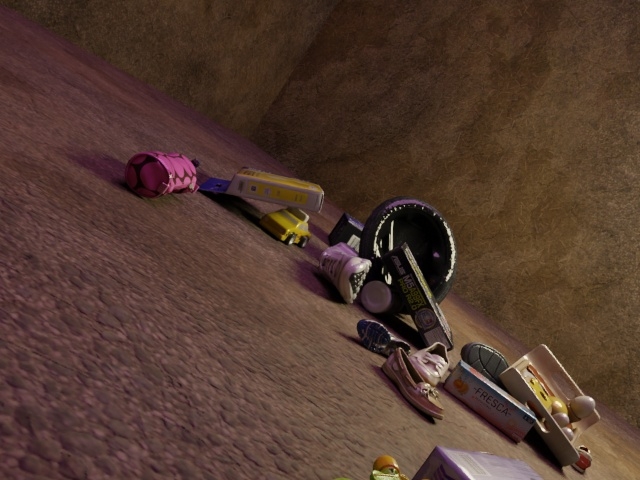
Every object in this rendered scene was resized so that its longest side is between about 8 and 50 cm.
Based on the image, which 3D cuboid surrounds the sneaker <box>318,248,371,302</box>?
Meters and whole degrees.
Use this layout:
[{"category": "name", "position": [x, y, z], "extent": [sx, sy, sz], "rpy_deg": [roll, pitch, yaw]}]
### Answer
[{"category": "sneaker", "position": [0.048, 0.073, 1.498], "extent": [0.118, 0.110, 0.292], "rpy_deg": [27, -1, 1]}]

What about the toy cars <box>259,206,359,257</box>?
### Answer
[{"category": "toy cars", "position": [0.000, 0.000, 1.748], "extent": [0.393, 0.087, 0.176], "rpy_deg": [30, 9, -30]}]

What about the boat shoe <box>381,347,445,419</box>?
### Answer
[{"category": "boat shoe", "position": [0.163, 0.243, 1.091], "extent": [0.056, 0.048, 0.153], "rpy_deg": [29, 10, -36]}]

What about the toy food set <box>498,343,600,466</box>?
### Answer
[{"category": "toy food set", "position": [0.527, 0.352, 1.439], "extent": [0.220, 0.092, 0.306], "rpy_deg": [56, 24, 17]}]

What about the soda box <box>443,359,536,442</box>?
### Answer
[{"category": "soda box", "position": [0.341, 0.323, 1.299], "extent": [0.183, 0.063, 0.058], "rpy_deg": [36, 8, 10]}]

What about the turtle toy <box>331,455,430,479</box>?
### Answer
[{"category": "turtle toy", "position": [0.061, 0.246, 0.573], "extent": [0.130, 0.066, 0.095], "rpy_deg": [33, 8, -11]}]

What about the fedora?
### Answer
[{"category": "fedora", "position": [0.223, 0.050, 1.804], "extent": [0.334, 0.334, 0.152], "rpy_deg": [33, -23, -11]}]

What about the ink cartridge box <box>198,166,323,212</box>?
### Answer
[{"category": "ink cartridge box", "position": [-0.152, -0.148, 1.703], "extent": [0.307, 0.072, 0.303], "rpy_deg": [14, 10, -6]}]

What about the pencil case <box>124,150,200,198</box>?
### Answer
[{"category": "pencil case", "position": [-0.303, -0.127, 1.253], "extent": [0.098, 0.095, 0.209], "rpy_deg": [50, 9, -3]}]

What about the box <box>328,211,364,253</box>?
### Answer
[{"category": "box", "position": [0.119, 0.000, 2.181], "extent": [0.153, 0.108, 0.207], "rpy_deg": [33, 8, -9]}]

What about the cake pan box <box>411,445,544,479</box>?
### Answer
[{"category": "cake pan box", "position": [0.258, 0.355, 0.747], "extent": [0.266, 0.070, 0.245], "rpy_deg": [27, 9, -46]}]

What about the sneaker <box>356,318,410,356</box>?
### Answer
[{"category": "sneaker", "position": [0.110, 0.190, 1.236], "extent": [0.135, 0.052, 0.058], "rpy_deg": [39, -5, -31]}]

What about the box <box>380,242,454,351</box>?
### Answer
[{"category": "box", "position": [0.243, 0.140, 1.592], "extent": [0.270, 0.060, 0.216], "rpy_deg": [63, 11, 3]}]

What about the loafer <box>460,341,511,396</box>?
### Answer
[{"category": "loafer", "position": [0.428, 0.339, 1.553], "extent": [0.267, 0.096, 0.084], "rpy_deg": [40, -14, -13]}]

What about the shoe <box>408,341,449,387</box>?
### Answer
[{"category": "shoe", "position": [0.219, 0.243, 1.289], "extent": [0.076, 0.058, 0.219], "rpy_deg": [36, 8, 14]}]

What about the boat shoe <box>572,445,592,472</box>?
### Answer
[{"category": "boat shoe", "position": [0.585, 0.482, 1.436], "extent": [0.049, 0.043, 0.137], "rpy_deg": [36, 6, 22]}]

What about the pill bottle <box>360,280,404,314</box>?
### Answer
[{"category": "pill bottle", "position": [0.157, 0.143, 1.573], "extent": [0.078, 0.078, 0.137], "rpy_deg": [38, 8, 26]}]
